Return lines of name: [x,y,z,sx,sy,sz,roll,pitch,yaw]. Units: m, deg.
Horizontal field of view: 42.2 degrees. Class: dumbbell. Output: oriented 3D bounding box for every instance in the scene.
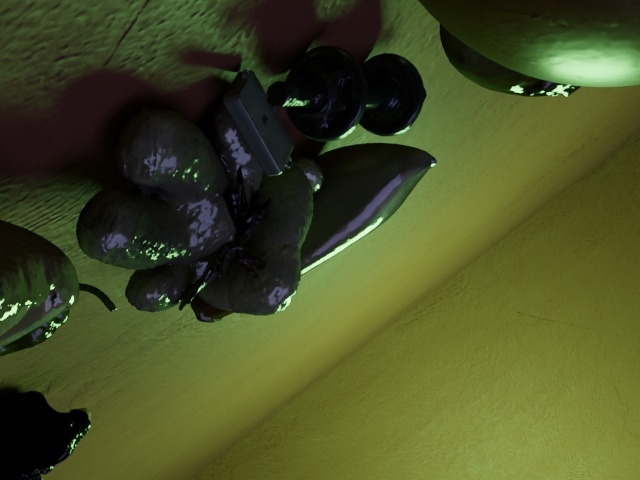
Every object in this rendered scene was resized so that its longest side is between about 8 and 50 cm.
dumbbell: [0.034,-0.132,0.747,0.081,0.081,0.254,-46,164,30]

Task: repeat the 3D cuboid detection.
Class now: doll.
doll: [-0.092,-0.012,0.708,0.175,0.149,0.278,-34,160,15]

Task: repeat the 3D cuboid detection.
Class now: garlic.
garlic: [-0.019,-0.014,0.922,0.318,0.112,0.143,-42,-173,10]

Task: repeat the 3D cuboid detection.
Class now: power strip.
power strip: [-0.049,-0.094,0.671,0.016,0.090,0.040,-7,-138,29]

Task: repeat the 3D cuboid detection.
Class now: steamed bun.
steamed bun: [-0.262,0.037,0.514,0.231,0.110,0.212,-27,179,29]

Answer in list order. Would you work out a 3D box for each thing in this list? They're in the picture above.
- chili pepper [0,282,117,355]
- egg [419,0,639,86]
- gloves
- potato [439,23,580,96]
chili pepper: [-0.258,0.064,0.673,0.204,0.073,0.072,-28,-175,8]
egg: [0.163,-0.210,0.454,0.250,0.250,0.322,-46,156,28]
gloves: [-0.340,0.226,0.956,0.129,0.106,0.181,-54,-170,-18]
potato: [0.234,-0.246,0.692,0.307,0.173,0.210,-44,167,12]
